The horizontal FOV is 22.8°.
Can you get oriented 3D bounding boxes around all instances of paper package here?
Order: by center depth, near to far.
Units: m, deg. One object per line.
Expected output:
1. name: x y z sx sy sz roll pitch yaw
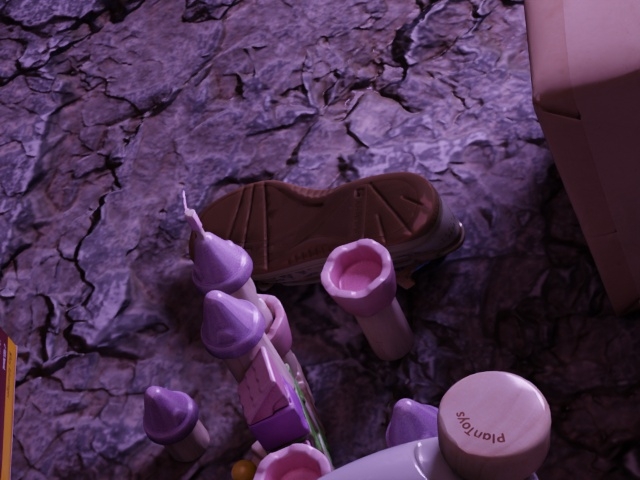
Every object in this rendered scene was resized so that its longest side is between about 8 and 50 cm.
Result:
1. paper package: 0.291 -0.153 1.387 0.168 0.309 0.325 -14 46 16

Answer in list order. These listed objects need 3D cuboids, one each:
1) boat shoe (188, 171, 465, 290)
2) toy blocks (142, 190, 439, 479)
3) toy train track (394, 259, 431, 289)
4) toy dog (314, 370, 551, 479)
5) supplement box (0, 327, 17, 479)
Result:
1. boat shoe: 0.000 0.000 1.550 0.285 0.089 0.104 -3 65 33
2. toy blocks: -0.055 0.141 1.324 0.309 0.260 0.288 -24 46 3
3. toy train track: 0.090 0.030 1.528 0.083 0.014 0.048 -34 35 -15
4. toy dog: 0.036 0.233 1.133 0.334 0.220 0.161 -30 44 6
5. supplement box: -0.398 0.137 1.531 0.129 0.194 0.191 -17 46 11
